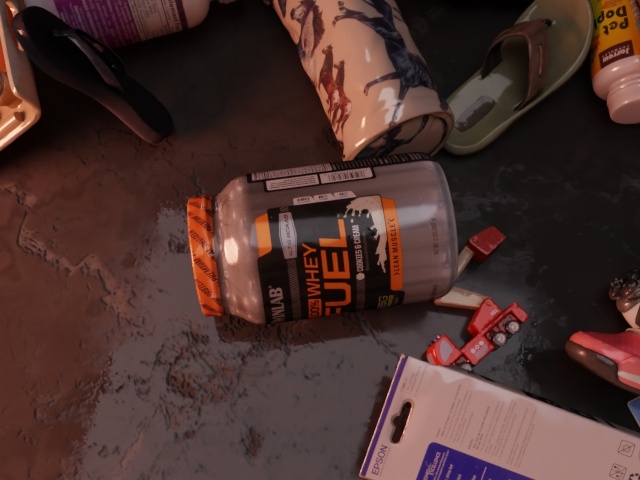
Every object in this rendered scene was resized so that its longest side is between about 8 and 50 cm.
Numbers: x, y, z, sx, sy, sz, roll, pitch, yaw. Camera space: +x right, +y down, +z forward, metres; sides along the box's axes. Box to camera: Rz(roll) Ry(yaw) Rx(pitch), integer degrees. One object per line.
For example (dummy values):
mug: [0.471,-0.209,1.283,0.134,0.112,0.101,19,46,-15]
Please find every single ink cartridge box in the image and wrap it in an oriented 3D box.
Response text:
ink cartridge box: [0.228,0.264,0.891,0.332,0.065,0.166,21,92,3]

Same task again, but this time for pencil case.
pencil case: [0.033,-0.280,1.034,0.159,0.183,0.411,-13,71,-37]

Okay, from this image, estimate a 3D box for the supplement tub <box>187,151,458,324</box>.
supplement tub: [0.000,0.000,0.923,0.315,0.193,0.194,-8,73,-4]

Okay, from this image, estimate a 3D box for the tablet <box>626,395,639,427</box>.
tablet: [0.446,0.241,0.957,0.054,0.006,0.083,-23,75,-9]

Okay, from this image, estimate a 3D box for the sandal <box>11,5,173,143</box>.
sandal: [-0.291,-0.230,0.976,0.054,0.254,0.097,-31,46,25]

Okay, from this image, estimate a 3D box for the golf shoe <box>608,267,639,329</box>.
golf shoe: [0.493,0.062,0.989,0.198,0.077,0.094,-25,89,-5]

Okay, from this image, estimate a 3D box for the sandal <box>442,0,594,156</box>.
sandal: [0.281,-0.245,1.041,0.120,0.086,0.303,41,87,22]

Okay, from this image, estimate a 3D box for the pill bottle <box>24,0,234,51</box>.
pill bottle: [-0.264,-0.376,1.048,0.301,0.169,0.169,-18,74,-7]

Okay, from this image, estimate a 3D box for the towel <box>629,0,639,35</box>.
towel: [0.585,-0.340,1.057,0.369,0.040,0.272,-2,71,-27]

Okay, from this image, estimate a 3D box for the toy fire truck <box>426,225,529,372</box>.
toy fire truck: [0.201,0.087,0.977,0.192,0.047,0.135,-38,77,-12]

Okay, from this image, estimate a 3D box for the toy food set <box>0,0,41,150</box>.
toy food set: [-0.498,-0.210,0.966,0.306,0.092,0.220,-27,71,27]

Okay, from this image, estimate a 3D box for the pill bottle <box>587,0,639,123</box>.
pill bottle: [0.452,-0.285,1.067,0.117,0.117,0.215,-1,72,-2]

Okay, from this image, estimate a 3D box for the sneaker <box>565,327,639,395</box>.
sneaker: [0.463,0.131,0.923,0.313,0.116,0.136,10,93,-7]
